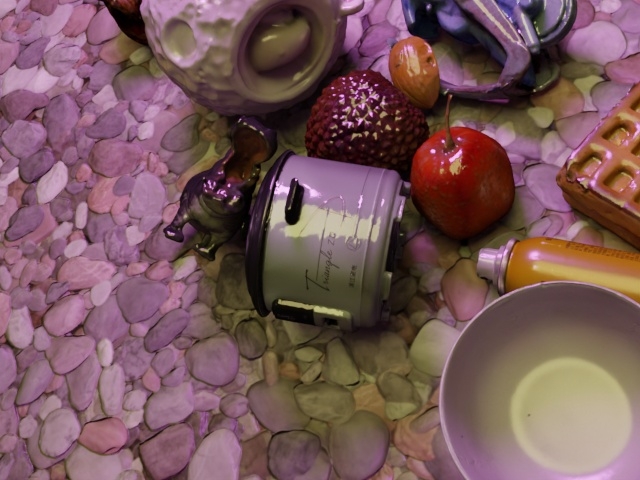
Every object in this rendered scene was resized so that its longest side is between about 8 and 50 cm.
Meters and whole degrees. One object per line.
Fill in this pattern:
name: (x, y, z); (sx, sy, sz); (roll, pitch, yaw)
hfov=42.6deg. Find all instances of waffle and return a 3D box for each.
waffle: (0.507, -0.136, 1.118); (0.327, 0.098, 0.224); (-47, 60, -7)

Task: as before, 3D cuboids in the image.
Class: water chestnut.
water chestnut: (-0.319, -0.475, 1.535); (0.224, 0.238, 0.223); (13, 114, 32)

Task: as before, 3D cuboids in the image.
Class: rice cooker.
rice cooker: (0.000, 0.000, 1.154); (0.227, 0.280, 0.241); (10, 71, 8)

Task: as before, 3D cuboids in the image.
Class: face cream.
face cream: (0.375, 0.062, 1.066); (0.349, 0.105, 0.105); (12, 71, 26)

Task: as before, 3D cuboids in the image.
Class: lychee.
lychee: (0.061, -0.163, 1.257); (0.188, 0.188, 0.188); (-9, 63, 18)

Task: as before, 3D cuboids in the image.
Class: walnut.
walnut: (0.138, -0.261, 1.286); (0.052, 0.091, 0.121); (-14, 80, -30)

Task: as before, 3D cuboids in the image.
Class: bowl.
bowl: (0.299, 0.203, 0.996); (0.287, 0.144, 0.287); (-8, 69, 21)

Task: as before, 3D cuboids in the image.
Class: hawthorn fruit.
hawthorn fruit: (0.192, -0.098, 1.157); (0.163, 0.203, 0.162); (-11, 62, 21)

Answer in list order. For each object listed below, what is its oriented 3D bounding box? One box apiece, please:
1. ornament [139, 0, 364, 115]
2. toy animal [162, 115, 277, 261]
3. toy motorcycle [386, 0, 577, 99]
ornament: (-0.127, -0.376, 1.347); (0.337, 0.337, 0.337); (-9, 63, 18)
toy animal: (-0.152, -0.060, 1.229); (0.106, 0.343, 0.168); (31, 71, -11)
toy motorcycle: (0.226, -0.352, 1.279); (0.241, 0.182, 0.319); (-43, 59, -2)
